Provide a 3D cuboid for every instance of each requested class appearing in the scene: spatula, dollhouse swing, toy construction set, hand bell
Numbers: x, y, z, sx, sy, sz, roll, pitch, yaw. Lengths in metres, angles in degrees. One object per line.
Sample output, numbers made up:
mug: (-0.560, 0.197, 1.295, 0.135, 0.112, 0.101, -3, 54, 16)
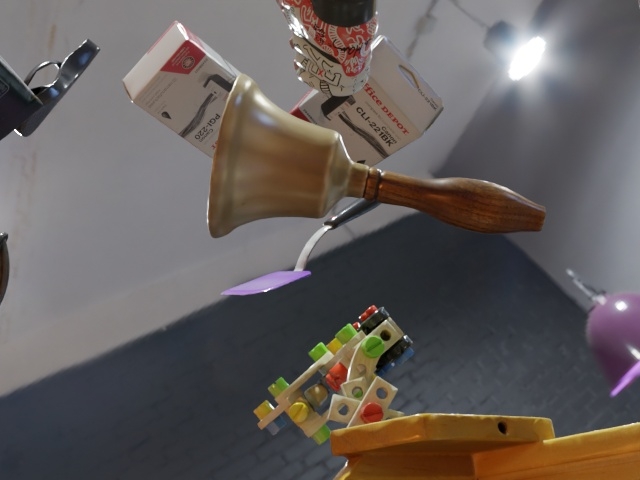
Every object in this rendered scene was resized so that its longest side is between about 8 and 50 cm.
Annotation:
spatula: (0.000, 0.000, 1.145, 0.084, 0.030, 0.296, -3, 29, 49)
dollhouse swing: (0.223, 0.342, 0.898, 0.315, 0.346, 0.305, 10, -25, -34)
toy construction set: (0.030, 0.214, 1.324, 0.215, 0.151, 0.328, -38, 7, -21)
hand bell: (0.048, -0.041, 0.668, 0.126, 0.242, 0.126, 11, -90, -87)

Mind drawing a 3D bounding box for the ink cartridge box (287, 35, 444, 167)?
ink cartridge box: (0.086, -0.263, 1.832, 0.273, 0.197, 0.114, -29, 18, 49)

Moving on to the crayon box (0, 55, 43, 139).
crayon box: (-0.332, -0.203, 0.558, 0.081, 0.318, 0.202, -41, -7, -5)

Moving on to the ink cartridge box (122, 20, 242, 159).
ink cartridge box: (-0.231, -0.275, 1.665, 0.158, 0.092, 0.218, -46, -48, 11)

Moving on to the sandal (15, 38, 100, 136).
sandal: (-0.397, -0.228, 1.300, 0.097, 0.054, 0.254, -43, 19, 26)

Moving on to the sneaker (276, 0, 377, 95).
sneaker: (-0.024, -0.276, 1.021, 0.090, 0.270, 0.145, -21, -40, -20)

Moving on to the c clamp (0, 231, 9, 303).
c clamp: (-0.330, -0.008, 0.761, 0.137, 0.161, 0.022, -55, 3, 15)

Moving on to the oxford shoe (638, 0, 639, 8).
oxford shoe: (0.352, -0.205, 0.883, 0.076, 0.212, 0.076, -14, -9, 18)
